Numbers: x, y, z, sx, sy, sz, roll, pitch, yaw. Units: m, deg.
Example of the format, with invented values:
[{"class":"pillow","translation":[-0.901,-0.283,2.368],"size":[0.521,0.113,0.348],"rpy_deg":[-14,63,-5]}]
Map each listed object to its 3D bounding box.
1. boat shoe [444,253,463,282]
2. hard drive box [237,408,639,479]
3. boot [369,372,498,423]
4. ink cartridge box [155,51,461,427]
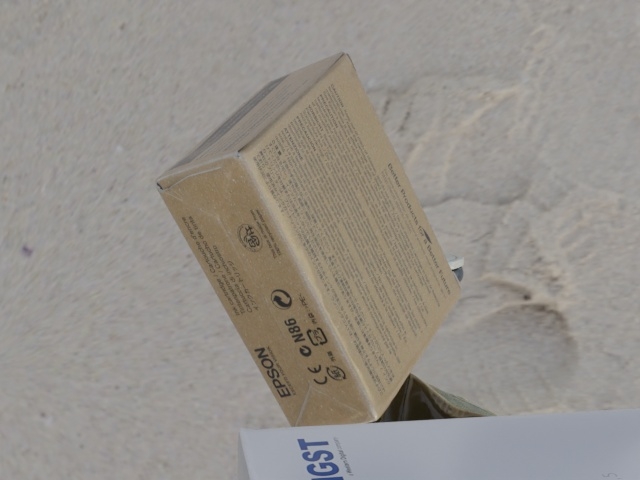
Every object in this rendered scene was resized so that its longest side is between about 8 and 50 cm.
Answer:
[{"class":"boat shoe","translation":[0.047,0.064,1.379],"size":[0.095,0.255,0.079],"rpy_deg":[-3,83,-54]},{"class":"hard drive box","translation":[0.101,0.118,0.343],"size":[0.232,0.181,0.089],"rpy_deg":[-2,106,-10]},{"class":"boot","translation":[0.117,0.184,1.250],"size":[0.213,0.165,0.077],"rpy_deg":[21,83,17]},{"class":"ink cartridge box","translation":[0.000,0.000,1.020],"size":[0.234,0.088,0.193],"rpy_deg":[63,35,-16]}]
